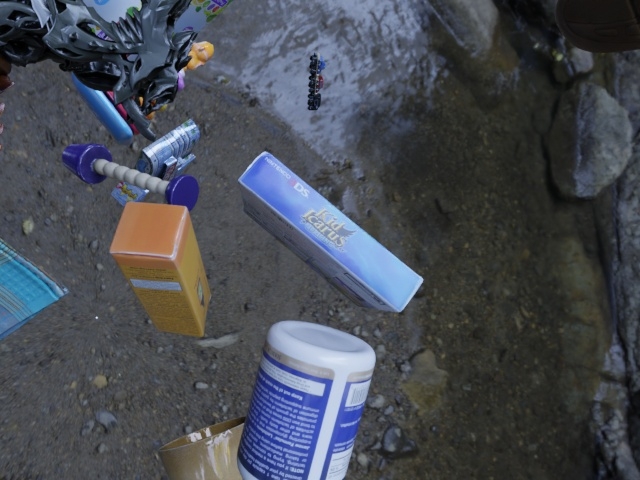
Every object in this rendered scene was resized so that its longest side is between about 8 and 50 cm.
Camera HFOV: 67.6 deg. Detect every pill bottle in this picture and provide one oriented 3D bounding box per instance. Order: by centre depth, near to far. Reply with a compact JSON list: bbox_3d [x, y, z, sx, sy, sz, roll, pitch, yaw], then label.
[{"bbox_3d":[-0.028,0.257,0.655,0.153,0.153,0.264,14,93,-23],"label":"pill bottle"}]

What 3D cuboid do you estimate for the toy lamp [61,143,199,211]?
[{"bbox_3d":[-0.351,-0.119,0.859,0.275,0.080,0.080,17,70,21],"label":"toy lamp"}]

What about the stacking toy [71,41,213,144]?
[{"bbox_3d":[-0.361,-0.356,1.044,0.302,0.175,0.165,-38,107,-15],"label":"stacking toy"}]

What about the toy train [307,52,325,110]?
[{"bbox_3d":[-0.010,-0.367,1.114,0.036,0.158,0.027,0,57,-4],"label":"toy train"}]

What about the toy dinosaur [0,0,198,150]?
[{"bbox_3d":[-0.226,-0.189,0.401,0.219,0.164,0.321,19,111,-15],"label":"toy dinosaur"}]

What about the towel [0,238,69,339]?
[{"bbox_3d":[-0.727,0.061,0.908,0.272,0.040,0.370,-33,123,4],"label":"towel"}]

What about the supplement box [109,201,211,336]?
[{"bbox_3d":[-0.200,0.049,0.634,0.080,0.233,0.078,3,56,0],"label":"supplement box"}]

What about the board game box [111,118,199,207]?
[{"bbox_3d":[-0.364,-0.157,1.066,0.060,0.194,0.194,46,52,-8],"label":"board game box"}]

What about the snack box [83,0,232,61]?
[{"bbox_3d":[-0.208,-0.295,0.522,0.207,0.070,0.174,-33,90,16],"label":"snack box"}]

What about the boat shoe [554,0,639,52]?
[{"bbox_3d":[0.397,-0.302,0.440,0.123,0.342,0.123,45,55,-13],"label":"boat shoe"}]

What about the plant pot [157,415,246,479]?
[{"bbox_3d":[-0.236,0.582,1.141,0.237,0.237,0.254,-13,79,-26],"label":"plant pot"}]

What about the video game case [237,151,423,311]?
[{"bbox_3d":[0.000,0.000,0.729,0.270,0.244,0.061,40,80,-2],"label":"video game case"}]
